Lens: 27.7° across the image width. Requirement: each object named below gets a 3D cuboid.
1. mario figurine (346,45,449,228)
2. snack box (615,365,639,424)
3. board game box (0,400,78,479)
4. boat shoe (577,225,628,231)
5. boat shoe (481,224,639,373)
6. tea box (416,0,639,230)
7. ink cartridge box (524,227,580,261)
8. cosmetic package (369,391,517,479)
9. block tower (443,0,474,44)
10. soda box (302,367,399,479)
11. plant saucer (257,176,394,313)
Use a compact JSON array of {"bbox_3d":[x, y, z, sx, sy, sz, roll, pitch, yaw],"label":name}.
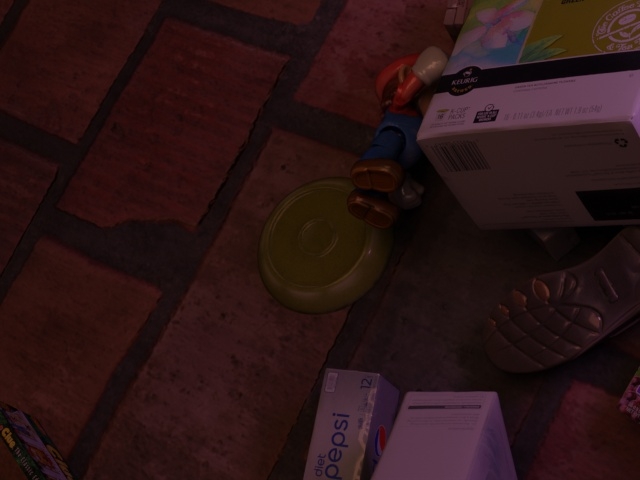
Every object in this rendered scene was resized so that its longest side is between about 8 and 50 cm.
[{"bbox_3d":[0.155,-0.169,2.008,0.198,0.170,0.320,-31,27,47],"label":"mario figurine"},{"bbox_3d":[0.522,0.182,1.719,0.174,0.070,0.207,33,100,30],"label":"snack box"},{"bbox_3d":[-0.439,0.363,2.071,0.030,0.136,0.259,-42,58,-2],"label":"board game box"},{"bbox_3d":[0.401,-0.047,1.909,0.073,0.080,0.223,-49,52,4],"label":"boat shoe"},{"bbox_3d":[0.392,0.090,1.822,0.355,0.130,0.132,-32,65,31],"label":"boat shoe"},{"bbox_3d":[0.360,-0.205,1.786,0.329,0.220,0.323,-2,51,38],"label":"tea box"},{"bbox_3d":[0.322,-0.037,1.928,0.052,0.088,0.122,-43,57,2],"label":"ink cartridge box"},{"bbox_3d":[0.168,0.353,1.696,0.138,0.224,0.224,-3,31,24],"label":"cosmetic package"},{"bbox_3d":[0.371,-0.361,2.048,0.335,0.097,0.091,4,70,24],"label":"block tower"},{"bbox_3d":[0.036,0.337,1.888,0.091,0.098,0.286,3,70,24],"label":"soda box"},{"bbox_3d":[0.000,0.000,2.090,0.241,0.037,0.241,-9,65,21],"label":"plant saucer"}]
